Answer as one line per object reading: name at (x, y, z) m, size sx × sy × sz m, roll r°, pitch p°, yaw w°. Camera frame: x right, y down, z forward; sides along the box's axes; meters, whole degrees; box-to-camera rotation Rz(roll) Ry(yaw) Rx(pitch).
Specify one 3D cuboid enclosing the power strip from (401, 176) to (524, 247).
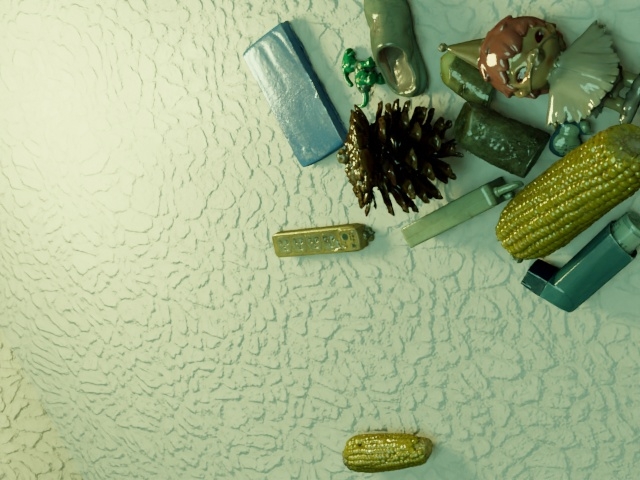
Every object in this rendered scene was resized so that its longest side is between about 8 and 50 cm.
power strip at (0.299, -0.066, 1.739) m, size 0.288 × 0.093 × 0.053 m, roll -30°, pitch 86°, yaw 38°

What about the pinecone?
pinecone at (0.164, -0.167, 1.708) m, size 0.264 × 0.264 × 0.264 m, roll 13°, pitch 114°, yaw 31°

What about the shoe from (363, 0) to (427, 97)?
shoe at (0.143, -0.409, 1.719) m, size 0.103 × 0.100 × 0.251 m, roll -14°, pitch 101°, yaw 39°

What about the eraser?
eraser at (-0.057, -0.331, 1.924) m, size 0.144 × 0.042 × 0.312 m, roll -27°, pitch 90°, yaw 38°

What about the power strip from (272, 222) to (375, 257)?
power strip at (0.000, 0.000, 2.007) m, size 0.305 × 0.044 × 0.064 m, roll -5°, pitch 103°, yaw 36°

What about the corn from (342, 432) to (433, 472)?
corn at (0.157, 0.519, 2.059) m, size 0.261 × 0.097 × 0.097 m, roll -16°, pitch 97°, yaw 37°

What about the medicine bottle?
medicine bottle at (0.516, 0.038, 1.633) m, size 0.124 × 0.079 × 0.258 m, roll 48°, pitch 127°, yaw 10°

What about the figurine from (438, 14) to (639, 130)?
figurine at (0.399, -0.326, 1.527) m, size 0.387 × 0.166 × 0.207 m, roll 27°, pitch 102°, yaw 21°

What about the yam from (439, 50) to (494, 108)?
yam at (0.290, -0.317, 1.667) m, size 0.146 × 0.069 × 0.070 m, roll 42°, pitch 126°, yaw 14°

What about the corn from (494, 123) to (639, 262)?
corn at (0.461, -0.084, 1.549) m, size 0.144 × 0.144 × 0.387 m, roll 50°, pitch 144°, yaw 10°

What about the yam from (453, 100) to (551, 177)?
yam at (0.345, -0.194, 1.616) m, size 0.183 × 0.107 × 0.107 m, roll 25°, pitch 122°, yaw 2°

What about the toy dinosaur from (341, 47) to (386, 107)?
toy dinosaur at (0.088, -0.353, 1.812) m, size 0.096 × 0.059 × 0.132 m, roll 0°, pitch 99°, yaw 44°

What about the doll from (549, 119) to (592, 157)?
doll at (0.474, -0.197, 1.595) m, size 0.076 × 0.050 × 0.083 m, roll 13°, pitch 114°, yaw 10°
